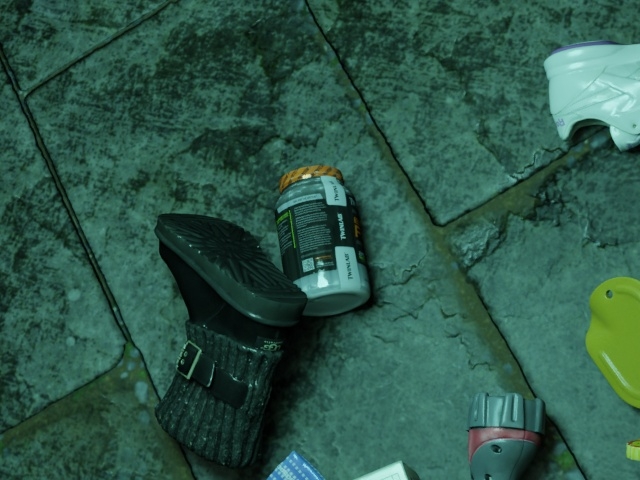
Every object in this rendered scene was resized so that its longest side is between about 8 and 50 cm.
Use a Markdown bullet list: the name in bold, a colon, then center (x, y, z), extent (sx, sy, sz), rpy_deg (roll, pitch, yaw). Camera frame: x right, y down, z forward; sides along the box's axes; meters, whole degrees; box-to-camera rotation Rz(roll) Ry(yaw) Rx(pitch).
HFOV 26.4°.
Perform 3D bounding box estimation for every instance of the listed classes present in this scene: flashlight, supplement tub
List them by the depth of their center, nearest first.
- **flashlight**: center (0.225, 0.346, 1.706), extent (0.103, 0.103, 0.304), rpy_deg (-2, 71, 23)
- **supplement tub**: center (0.000, 0.000, 1.886), extent (0.117, 0.117, 0.190), rpy_deg (-14, 70, 14)

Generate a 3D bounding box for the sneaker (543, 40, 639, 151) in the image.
- **sneaker**: center (0.454, -0.196, 1.820), extent (0.305, 0.114, 0.152), rpy_deg (-4, 85, 22)

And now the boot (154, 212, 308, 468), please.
- **boot**: center (-0.161, 0.129, 1.893), extent (0.348, 0.131, 0.260), rpy_deg (44, 122, 52)

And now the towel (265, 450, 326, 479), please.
- **towel**: center (-0.077, 0.474, 1.800), extent (0.336, 0.040, 0.243), rpy_deg (-44, 66, 0)

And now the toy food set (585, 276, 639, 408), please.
- **toy food set**: center (0.426, 0.144, 1.729), extent (0.128, 0.071, 0.218), rpy_deg (-52, 53, 33)

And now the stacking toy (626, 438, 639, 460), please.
- **stacking toy**: center (0.476, 0.327, 1.624), extent (0.221, 0.052, 0.167), rpy_deg (1, 96, 18)

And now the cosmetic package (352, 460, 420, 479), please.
- **cosmetic package**: center (0.000, 0.414, 1.725), extent (0.309, 0.113, 0.160), rpy_deg (-23, 68, 8)
